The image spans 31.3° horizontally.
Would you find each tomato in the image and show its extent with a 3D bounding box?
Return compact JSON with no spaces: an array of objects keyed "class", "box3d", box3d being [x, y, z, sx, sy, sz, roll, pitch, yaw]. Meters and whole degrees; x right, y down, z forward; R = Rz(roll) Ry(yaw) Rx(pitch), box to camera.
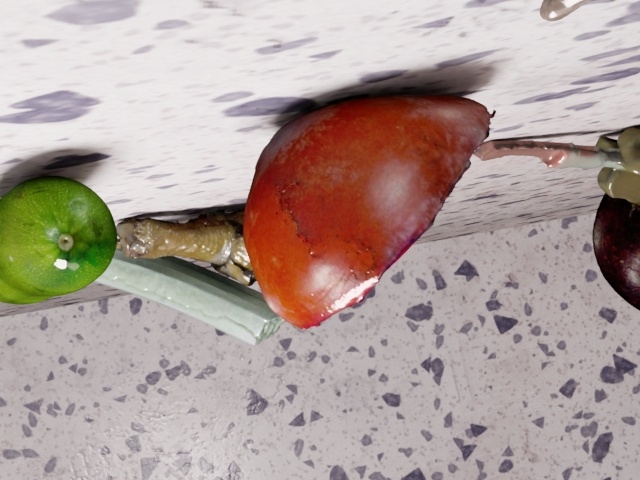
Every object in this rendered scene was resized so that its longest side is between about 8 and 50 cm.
[{"class":"tomato","box3d":[0.016,-0.041,0.711,0.173,0.099,0.189,-38,-165,51]}]

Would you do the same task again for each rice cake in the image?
[{"class":"rice cake","box3d":[-0.150,0.048,1.208,0.237,0.043,0.127,21,-174,8]}]

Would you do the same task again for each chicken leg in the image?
[{"class":"chicken leg","box3d":[-0.110,0.004,1.179,0.125,0.081,0.196,6,-174,31]}]

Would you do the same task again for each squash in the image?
[{"class":"squash","box3d":[-0.199,0.002,0.812,0.082,0.082,0.292,-9,178,-22]}]

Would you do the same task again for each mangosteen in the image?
[{"class":"mangosteen","box3d":[0.462,-0.019,1.445,0.228,0.228,0.265,-12,-154,26]}]

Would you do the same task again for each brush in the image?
[{"class":"brush","box3d":[0.272,-0.083,1.116,0.301,0.071,0.084,2,155,-31]}]

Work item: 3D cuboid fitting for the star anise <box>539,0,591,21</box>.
[{"class":"star anise","box3d":[0.248,-0.133,0.495,0.227,0.218,0.148,30,-156,-11]}]
